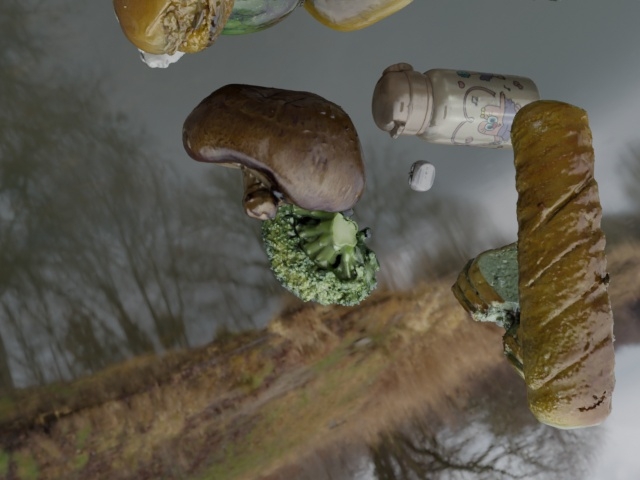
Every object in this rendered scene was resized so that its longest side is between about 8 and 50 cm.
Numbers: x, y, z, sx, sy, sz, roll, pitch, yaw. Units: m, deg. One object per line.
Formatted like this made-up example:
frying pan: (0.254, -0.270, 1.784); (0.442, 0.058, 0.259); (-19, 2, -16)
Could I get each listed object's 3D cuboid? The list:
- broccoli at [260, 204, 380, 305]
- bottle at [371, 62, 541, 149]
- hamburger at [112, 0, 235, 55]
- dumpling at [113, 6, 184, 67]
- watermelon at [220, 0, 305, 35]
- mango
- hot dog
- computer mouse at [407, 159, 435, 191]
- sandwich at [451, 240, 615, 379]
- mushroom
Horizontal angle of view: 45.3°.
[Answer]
broccoli: (-0.002, -0.001, 1.350); (0.197, 0.227, 0.176); (-16, -159, -39)
bottle: (0.169, -0.178, 0.990); (0.209, 0.110, 0.097); (3, 154, -18)
hamburger: (-0.186, -0.396, 1.057); (0.170, 0.314, 0.290); (11, 114, -20)
dumpling: (-0.274, -0.385, 1.274); (0.127, 0.188, 0.108); (-24, 175, 18)
watermelon: (-0.185, -0.598, 1.594); (0.363, 0.363, 0.363); (-23, 165, -6)
mango: (0.096, -0.647, 1.891); (0.364, 0.253, 0.182); (9, -137, 40)
hot dog: (0.205, 0.017, 0.660); (0.087, 0.286, 0.061); (-8, 171, 12)
computer mouse: (0.205, -0.136, 1.599); (0.039, 0.066, 0.096); (17, -171, 31)
sandwich: (0.400, 0.134, 1.482); (0.248, 0.273, 0.095); (-14, 148, -42)
mushroom: (-0.047, -0.122, 0.918); (0.194, 0.231, 0.138); (-61, 171, -57)
